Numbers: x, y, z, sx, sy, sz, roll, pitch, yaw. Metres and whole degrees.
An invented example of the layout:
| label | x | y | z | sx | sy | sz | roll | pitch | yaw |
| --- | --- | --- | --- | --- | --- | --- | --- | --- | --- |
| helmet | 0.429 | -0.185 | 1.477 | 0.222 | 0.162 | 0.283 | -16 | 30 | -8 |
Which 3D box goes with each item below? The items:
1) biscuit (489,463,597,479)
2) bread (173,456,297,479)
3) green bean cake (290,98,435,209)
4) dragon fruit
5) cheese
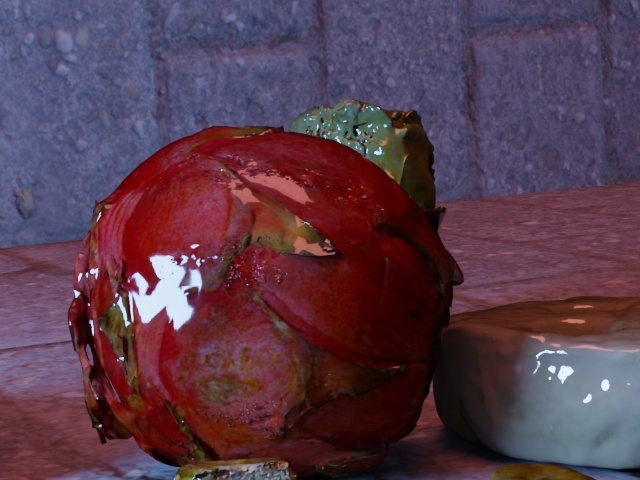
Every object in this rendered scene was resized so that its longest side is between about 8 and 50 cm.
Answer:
| label | x | y | z | sx | sy | sz | roll | pitch | yaw |
| --- | --- | --- | --- | --- | --- | --- | --- | --- | --- |
| biscuit | 0.120 | 0.188 | 1.144 | 0.183 | 0.039 | 0.174 | -5 | 8 | -20 |
| bread | -0.055 | 0.184 | 1.128 | 0.083 | 0.076 | 0.070 | -5 | -4 | -13 |
| green bean cake | 0.000 | 0.000 | 1.743 | 0.202 | 0.285 | 0.310 | 8 | 14 | 37 |
| dragon fruit | -0.043 | 0.055 | 1.357 | 0.302 | 0.295 | 0.295 | 11 | 9 | 6 |
| cheese | 0.256 | 0.106 | 1.439 | 0.326 | 0.115 | 0.318 | 0 | 8 | 18 |
